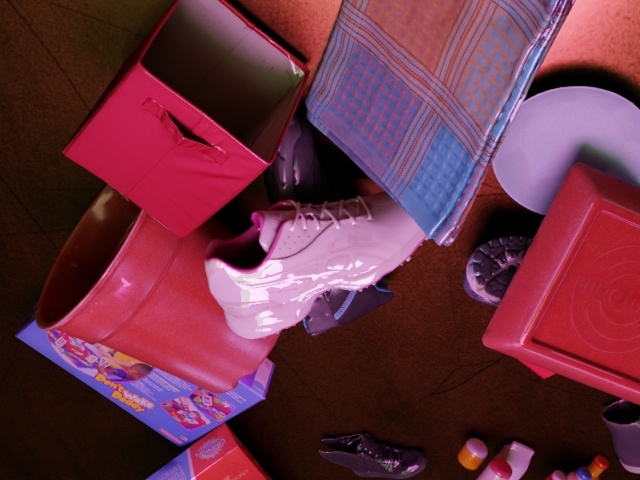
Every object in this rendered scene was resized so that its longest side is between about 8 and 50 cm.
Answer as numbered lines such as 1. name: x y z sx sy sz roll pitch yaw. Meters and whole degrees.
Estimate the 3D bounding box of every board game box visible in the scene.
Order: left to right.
1. board game box: -0.281 0.179 1.505 0.347 0.078 0.233 40 128 -20
2. board game box: -0.190 0.492 1.645 0.242 0.064 0.316 -36 133 -6

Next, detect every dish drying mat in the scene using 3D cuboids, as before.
1. dish drying mat: 0.322 0.182 1.404 0.083 0.008 0.032 37 128 -17

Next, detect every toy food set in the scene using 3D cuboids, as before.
1. toy food set: 0.349 0.373 1.499 0.232 0.111 0.104 25 119 -7

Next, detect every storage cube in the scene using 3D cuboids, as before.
1. storage cube: -0.158 -0.153 1.104 0.184 0.215 0.193 37 135 -18

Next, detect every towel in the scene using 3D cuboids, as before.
1. towel: 0.112 -0.206 1.000 0.271 0.040 0.370 48 138 27

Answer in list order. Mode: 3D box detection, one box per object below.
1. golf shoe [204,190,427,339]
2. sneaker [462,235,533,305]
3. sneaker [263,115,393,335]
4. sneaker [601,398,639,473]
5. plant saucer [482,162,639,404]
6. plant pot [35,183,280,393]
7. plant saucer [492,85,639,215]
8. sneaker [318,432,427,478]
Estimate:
1. golf shoe: 0.000 0.000 1.124 0.306 0.115 0.140 -31 123 0
2. sneaker: 0.325 0.045 1.242 0.283 0.110 0.122 6 167 -7
3. sneaker: 0.009 -0.029 1.251 0.140 0.125 0.340 -16 128 -4
4. sneaker: 0.542 0.286 1.389 0.222 0.083 0.118 -17 123 28
5. plant saucer: 0.371 0.069 1.148 0.258 0.047 0.259 22 105 -13
6. plant pot: -0.203 0.066 1.282 0.265 0.272 0.272 35 129 -25
7. plant saucer: 0.308 -0.113 1.134 0.195 0.037 0.195 7 131 8
8. sneaker: 0.090 0.368 1.593 0.170 0.051 0.089 -11 131 26
